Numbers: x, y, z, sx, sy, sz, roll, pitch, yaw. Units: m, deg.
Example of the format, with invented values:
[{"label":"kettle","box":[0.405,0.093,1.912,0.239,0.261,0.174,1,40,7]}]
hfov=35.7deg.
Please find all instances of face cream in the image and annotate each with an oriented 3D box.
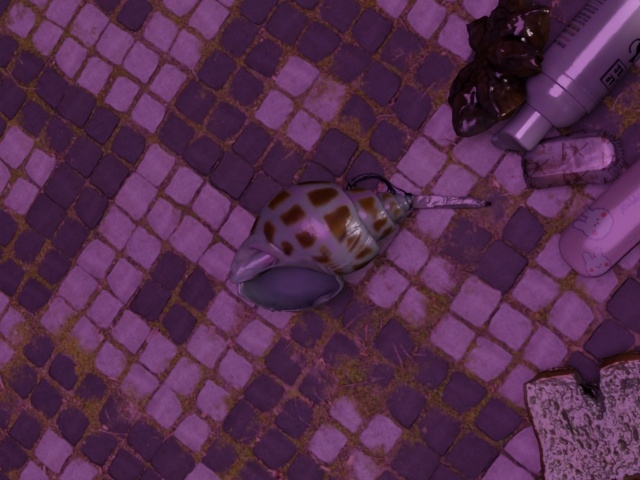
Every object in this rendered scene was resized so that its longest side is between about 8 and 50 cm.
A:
[{"label":"face cream","box":[0.470,-0.302,1.858,0.145,0.145,0.370,42,101,16]}]

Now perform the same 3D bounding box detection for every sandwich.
[{"label":"sandwich","box":[0.525,0.339,1.830,0.273,0.095,0.249,-16,79,18]}]

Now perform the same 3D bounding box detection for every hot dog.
[{"label":"hot dog","box":[0.477,-0.154,1.892,0.191,0.059,0.108,-5,77,24]}]

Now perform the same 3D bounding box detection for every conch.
[{"label":"conch","box":[-0.001,0.000,1.970,0.368,0.197,0.249,-7,119,24]}]

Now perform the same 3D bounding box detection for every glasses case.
[{"label":"glasses case","box":[0.572,-0.055,1.845,0.297,0.075,0.113,-45,73,10]}]

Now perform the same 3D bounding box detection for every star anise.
[{"label":"star anise","box":[0.331,-0.337,1.877,0.108,0.315,0.315,17,93,-22]}]

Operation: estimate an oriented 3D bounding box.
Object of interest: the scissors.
[{"label":"scissors","box":[0.193,-0.078,2.000,0.300,0.022,0.109,3,91,20]}]
